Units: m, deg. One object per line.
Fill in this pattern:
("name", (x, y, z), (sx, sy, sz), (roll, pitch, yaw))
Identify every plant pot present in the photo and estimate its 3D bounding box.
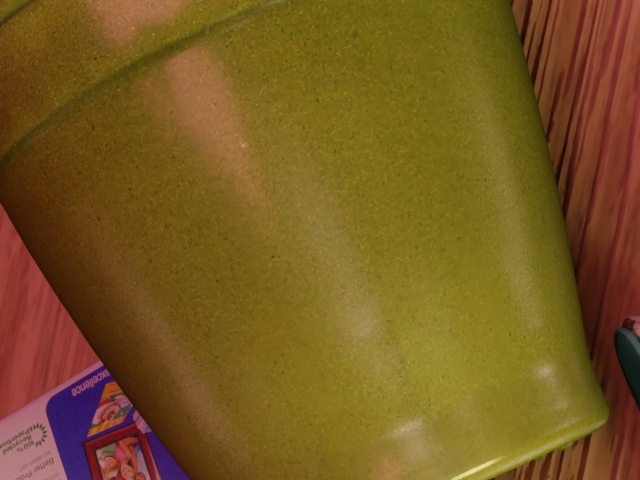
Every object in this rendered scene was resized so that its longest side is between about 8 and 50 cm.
("plant pot", (0.000, 0.000, 1.169), (0.366, 0.366, 0.353), (-28, 81, 20))

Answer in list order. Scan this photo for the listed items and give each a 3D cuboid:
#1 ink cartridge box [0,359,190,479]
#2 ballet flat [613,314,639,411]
("ink cartridge box", (-0.133, 0.240, 1.316), (0.303, 0.072, 0.307), (-30, 66, 18))
("ballet flat", (0.253, 0.148, 1.149), (0.077, 0.091, 0.241), (-19, 74, -9))
